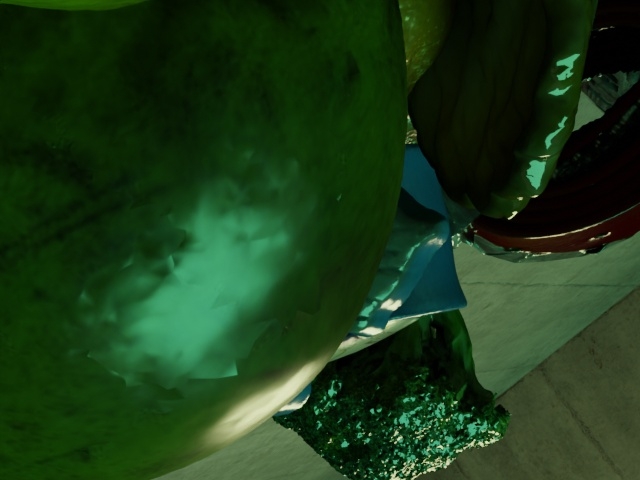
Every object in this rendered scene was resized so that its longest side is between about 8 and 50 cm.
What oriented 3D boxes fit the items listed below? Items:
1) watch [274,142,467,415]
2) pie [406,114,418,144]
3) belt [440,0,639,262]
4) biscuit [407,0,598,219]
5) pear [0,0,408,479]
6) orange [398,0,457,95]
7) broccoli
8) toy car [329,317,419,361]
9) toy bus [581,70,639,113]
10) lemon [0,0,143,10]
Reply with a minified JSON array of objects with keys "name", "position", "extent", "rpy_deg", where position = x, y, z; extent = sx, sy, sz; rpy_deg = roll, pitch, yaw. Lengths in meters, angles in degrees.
[{"name":"watch","position":[0.000,0.000,1.338],"extent":[0.305,0.241,0.274],"rpy_deg":[-10,177,35]},{"name":"pie","position":[0.080,-0.138,1.457],"extent":[0.193,0.079,0.163],"rpy_deg":[-47,138,10]},{"name":"belt","position":[0.229,-0.110,1.645],"extent":[0.324,0.227,0.115],"rpy_deg":[-33,161,2]},{"name":"biscuit","position":[0.114,-0.180,1.213],"extent":[0.078,0.329,0.335],"rpy_deg":[2,-179,-15]},{"name":"pear","position":[-0.124,-0.037,0.941],"extent":[0.352,0.352,0.413],"rpy_deg":[-21,154,-44]},{"name":"orange","position":[0.000,-0.153,1.152],"extent":[0.193,0.161,0.193],"rpy_deg":[-34,161,-14]},{"name":"broccoli","position":[0.059,0.132,1.997],"extent":[0.308,0.308,0.275],"rpy_deg":[-6,113,-61]},{"name":"toy car","position":[-0.006,0.032,1.650],"extent":[0.235,0.158,0.172],"rpy_deg":[-27,169,21]},{"name":"toy bus","position":[0.323,-0.199,1.847],"extent":[0.106,0.092,0.268],"rpy_deg":[-44,165,-7]},{"name":"lemon","position":[-0.105,-0.202,0.670],"extent":[0.233,0.233,0.288],"rpy_deg":[-41,152,19]}]
